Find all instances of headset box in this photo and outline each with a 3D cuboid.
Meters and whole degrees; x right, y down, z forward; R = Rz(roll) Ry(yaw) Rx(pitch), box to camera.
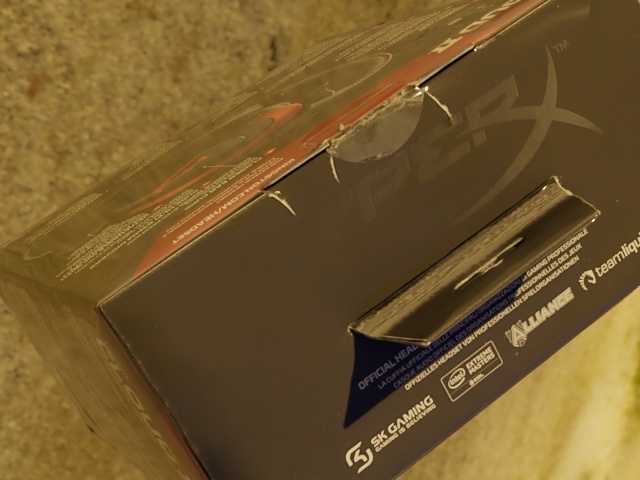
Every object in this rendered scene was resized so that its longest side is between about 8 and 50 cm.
[{"bbox_3d":[0.000,0.000,0.533,0.218,0.293,0.110,-35,104,-18],"label":"headset box"}]
